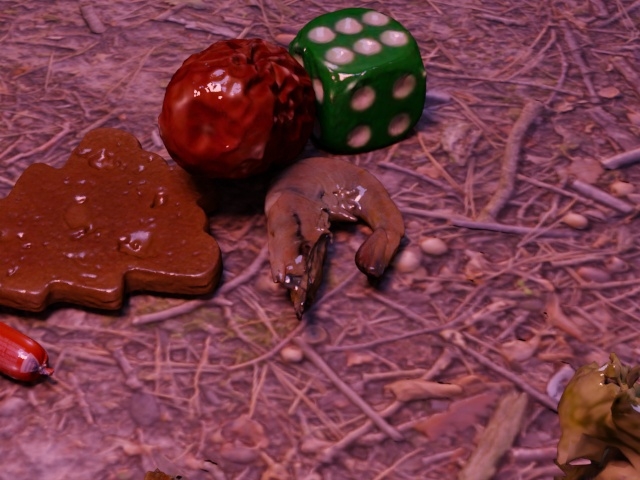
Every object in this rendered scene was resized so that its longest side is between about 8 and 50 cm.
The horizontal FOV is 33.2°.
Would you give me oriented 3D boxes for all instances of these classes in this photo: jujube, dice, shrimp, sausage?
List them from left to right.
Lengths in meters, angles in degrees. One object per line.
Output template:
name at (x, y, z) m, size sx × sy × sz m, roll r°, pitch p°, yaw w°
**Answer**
sausage at (-0.307, 0.096, 1.013) m, size 0.145 × 0.048 × 0.050 m, roll 22°, pitch 14°, yaw 21°
jujube at (-0.088, -0.134, 1.132) m, size 0.155 × 0.155 × 0.230 m, roll 6°, pitch 15°, yaw 7°
shrimp at (0.017, 0.000, 1.099) m, size 0.145 × 0.059 × 0.254 m, roll 3°, pitch 38°, yaw -10°
dice at (0.041, -0.187, 1.243) m, size 0.128 × 0.120 × 0.131 m, roll -17°, pitch 48°, yaw -17°

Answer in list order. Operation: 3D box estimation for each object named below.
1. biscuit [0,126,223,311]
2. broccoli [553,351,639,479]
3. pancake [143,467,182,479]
biscuit at (-0.252, -0.011, 1.120) m, size 0.302 × 0.043 × 0.278 m, roll -18°, pitch 48°, yaw -20°
broccoli at (0.278, 0.234, 0.684) m, size 0.348 × 0.280 × 0.293 m, roll 12°, pitch 44°, yaw 21°
pancake at (-0.025, 0.291, 0.802) m, size 0.197 × 0.054 × 0.376 m, roll -26°, pitch 51°, yaw -22°
